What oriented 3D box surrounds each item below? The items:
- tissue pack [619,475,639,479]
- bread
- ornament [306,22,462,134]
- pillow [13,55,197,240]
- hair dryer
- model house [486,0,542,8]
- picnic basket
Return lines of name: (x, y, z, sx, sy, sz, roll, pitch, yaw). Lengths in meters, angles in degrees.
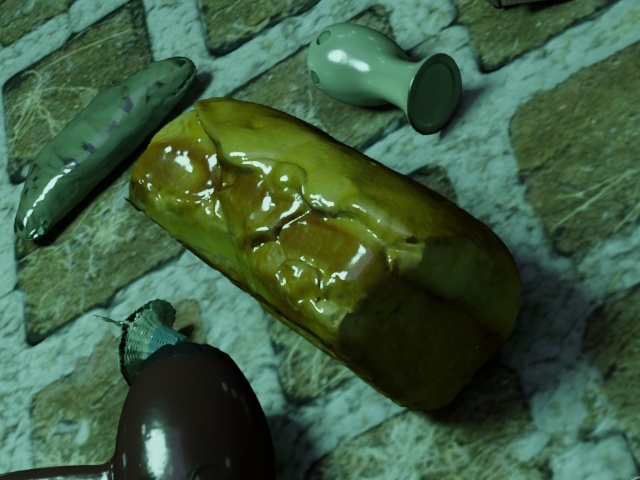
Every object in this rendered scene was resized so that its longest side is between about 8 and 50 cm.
tissue pack: (0.183, 0.241, 1.213, 0.103, 0.090, 0.170, -22, 43, 18)
bread: (0.002, -0.006, 1.526, 0.149, 0.195, 0.344, -52, 42, -5)
ornament: (0.053, -0.147, 1.714, 0.156, 0.081, 0.075, 24, 107, 48)
pillow: (-0.223, -0.100, 1.910, 0.241, 0.051, 0.093, -47, 39, -4)
hair dryer: (-0.198, 0.240, 1.472, 0.340, 0.123, 0.313, -11, 54, 13)
model house: (0.176, -0.230, 1.711, 0.083, 0.057, 0.058, -7, 73, 10)
picnic basket: (-0.152, 0.087, 1.664, 0.083, 0.065, 0.083, 15, 68, 28)
